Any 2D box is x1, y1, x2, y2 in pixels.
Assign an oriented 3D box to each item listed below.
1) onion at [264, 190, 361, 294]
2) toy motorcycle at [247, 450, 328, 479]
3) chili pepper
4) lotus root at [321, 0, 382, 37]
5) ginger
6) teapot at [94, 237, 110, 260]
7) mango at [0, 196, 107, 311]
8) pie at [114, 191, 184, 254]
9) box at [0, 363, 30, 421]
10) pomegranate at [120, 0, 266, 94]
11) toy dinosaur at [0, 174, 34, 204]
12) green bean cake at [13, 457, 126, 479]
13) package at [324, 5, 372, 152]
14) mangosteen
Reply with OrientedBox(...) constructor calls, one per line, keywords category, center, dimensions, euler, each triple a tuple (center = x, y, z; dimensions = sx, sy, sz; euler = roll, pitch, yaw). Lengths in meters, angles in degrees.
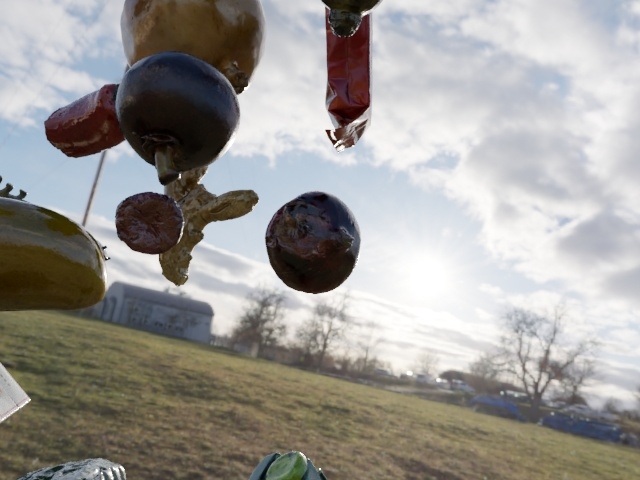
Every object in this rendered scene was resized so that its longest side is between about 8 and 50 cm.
OrientedBox(category="onion", center=(0.000, 0.000, 1.465), dimensions=(0.272, 0.272, 0.195), euler=(17, -17, -27))
OrientedBox(category="toy motorcycle", center=(-0.109, 0.609, 1.176), dimensions=(0.200, 0.326, 0.191), euler=(-22, -75, 36))
OrientedBox(category="chili pepper", center=(-0.462, -0.292, 1.316), dimensions=(0.338, 0.134, 0.131), euler=(-17, -61, 26))
OrientedBox(category="lotus root", center=(0.059, -0.555, 1.116), dimensions=(0.173, 0.173, 0.309), euler=(9, -54, 4))
OrientedBox(category="ginger", center=(-0.390, -0.083, 1.676), dimensions=(0.363, 0.348, 0.122), euler=(40, -6, 30))
OrientedBox(category="teapot", center=(-0.656, 0.026, 1.717), dimensions=(0.068, 0.045, 0.100), euler=(49, -14, 45))
OrientedBox(category="mango", center=(-0.530, 0.034, 1.016), dimensions=(0.317, 0.211, 0.173), euler=(17, 24, -32))
OrientedBox(category="pie", center=(-0.378, -0.038, 1.284), dimensions=(0.153, 0.153, 0.038), euler=(15, -4, -18))
OrientedBox(category="box", center=(-0.909, 0.402, 1.503), dimensions=(0.210, 0.095, 0.330), euler=(53, -8, -4))
OrientedBox(category="pomegranate", center=(-0.323, -0.533, 1.540), dimensions=(0.411, 0.411, 0.411), euler=(10, -13, 2))
OrientedBox(category="toy dinosaur", center=(-0.985, -0.101, 1.743), dimensions=(0.247, 0.188, 0.075), euler=(36, -2, -17))
OrientedBox(category="green bean cake", center=(-0.420, 0.427, 0.850), dimensions=(0.250, 0.156, 0.247), euler=(-17, -7, -9))
OrientedBox(category="package", center=(0.074, -0.454, 1.497), dimensions=(0.123, 0.424, 0.196), euler=(0, -3, 8))
OrientedBox(category="mangosteen", center=(-0.274, -0.213, 1.079), dimensions=(0.235, 0.261, 0.235), euler=(4, -36, 3))
